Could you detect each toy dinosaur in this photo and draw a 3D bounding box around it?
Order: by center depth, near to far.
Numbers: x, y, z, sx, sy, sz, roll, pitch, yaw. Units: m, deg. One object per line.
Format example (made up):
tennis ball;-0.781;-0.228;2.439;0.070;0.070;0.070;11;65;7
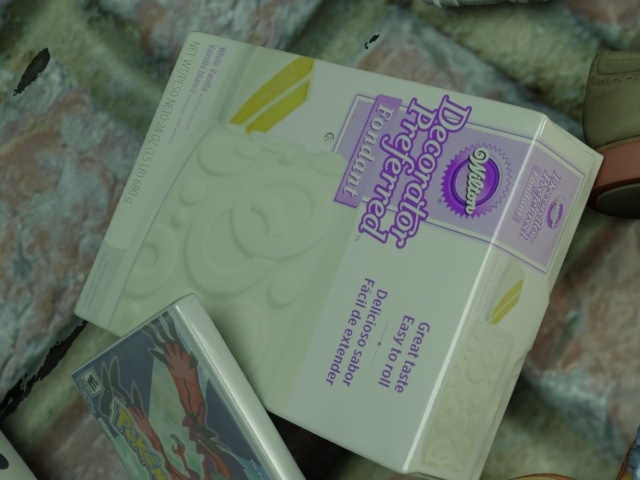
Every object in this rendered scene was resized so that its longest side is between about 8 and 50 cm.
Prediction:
toy dinosaur;0.216;0.137;0.856;0.090;0.047;0.082;-16;54;28

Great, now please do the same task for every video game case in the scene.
video game case;-0.085;0.152;0.889;0.183;0.023;0.201;-33;87;51

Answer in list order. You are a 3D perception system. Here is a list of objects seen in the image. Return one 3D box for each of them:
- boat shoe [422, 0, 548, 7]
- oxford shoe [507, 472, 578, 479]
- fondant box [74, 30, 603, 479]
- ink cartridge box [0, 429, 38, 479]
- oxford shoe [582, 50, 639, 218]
boat shoe;0.124;-0.332;0.958;0.103;0.118;0.320;-3;84;17
oxford shoe;0.018;0.257;0.849;0.363;0.132;0.130;-35;69;16
fondant box;0.000;0.000;0.898;0.330;0.096;0.238;20;86;38
ink cartridge box;-0.258;0.264;0.970;0.332;0.065;0.165;44;107;30
oxford shoe;0.337;-0.104;0.819;0.348;0.123;0.130;-7;70;19
